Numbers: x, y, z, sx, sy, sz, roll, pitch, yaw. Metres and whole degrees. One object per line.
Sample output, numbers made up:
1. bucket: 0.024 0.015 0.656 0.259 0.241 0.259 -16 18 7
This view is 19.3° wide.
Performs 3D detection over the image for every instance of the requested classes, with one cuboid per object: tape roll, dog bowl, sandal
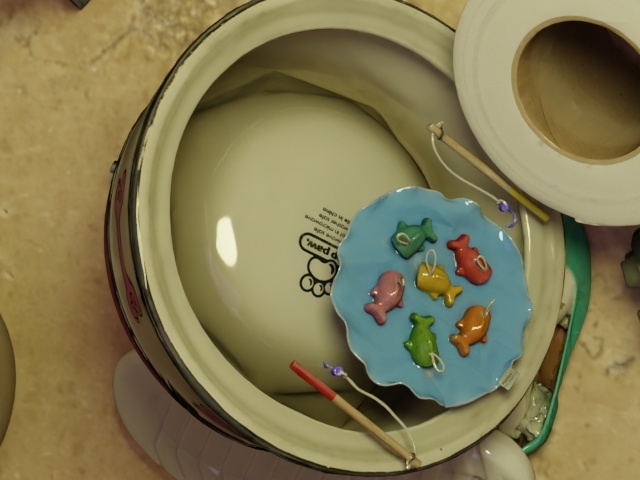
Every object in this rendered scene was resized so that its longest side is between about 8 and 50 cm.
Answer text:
1. tape roll: 0.253 -0.155 1.538 0.246 0.169 0.246 19 127 27
2. dog bowl: 0.000 0.000 1.588 0.150 0.408 0.408 -19 100 59
3. sandal: 0.004 0.187 1.760 0.416 0.102 0.169 15 122 16

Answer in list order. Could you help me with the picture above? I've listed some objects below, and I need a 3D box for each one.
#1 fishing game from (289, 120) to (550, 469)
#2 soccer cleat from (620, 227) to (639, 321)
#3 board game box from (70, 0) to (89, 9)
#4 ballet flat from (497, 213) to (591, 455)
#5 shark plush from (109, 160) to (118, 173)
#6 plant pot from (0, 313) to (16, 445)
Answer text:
1. fishing game: 0.097 0.045 1.524 0.189 0.041 0.264 41 64 -13
2. soccer cleat: 0.378 0.123 1.645 0.143 0.116 0.331 -20 97 17
3. board game box: -0.205 -0.275 1.678 0.060 0.194 0.194 46 122 1
4. ballet flat: 0.193 0.087 1.696 0.083 0.087 0.247 11 104 11
5. shark plush: -0.117 -0.040 1.751 0.161 0.067 0.073 39 108 2
6. plant pot: -0.407 0.121 1.791 0.284 0.191 0.284 3 102 12
